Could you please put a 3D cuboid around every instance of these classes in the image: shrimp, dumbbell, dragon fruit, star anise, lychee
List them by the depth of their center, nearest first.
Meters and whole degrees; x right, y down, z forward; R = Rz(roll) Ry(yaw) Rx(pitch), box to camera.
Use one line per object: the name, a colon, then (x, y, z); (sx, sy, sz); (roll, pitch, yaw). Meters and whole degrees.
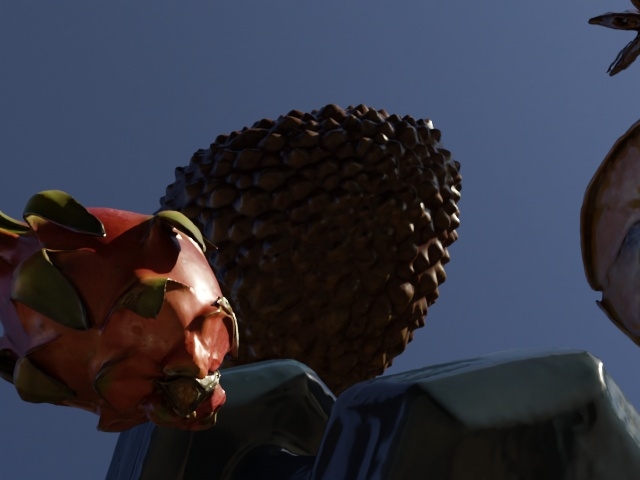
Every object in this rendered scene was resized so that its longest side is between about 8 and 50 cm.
dragon fruit: (-0.085, 0.024, 0.495); (0.116, 0.081, 0.086); (15, -61, 18)
dumbbell: (0.012, 0.124, 0.584); (0.144, 0.325, 0.160); (-42, -77, -22)
shrimp: (0.256, 0.005, 0.686); (0.075, 0.289, 0.178); (5, -73, -33)
lychee: (0.000, 0.000, 1.091); (0.271, 0.271, 0.271); (-1, -87, -14)
star anise: (0.304, -0.198, 1.176); (0.042, 0.141, 0.141); (-22, -81, -38)
